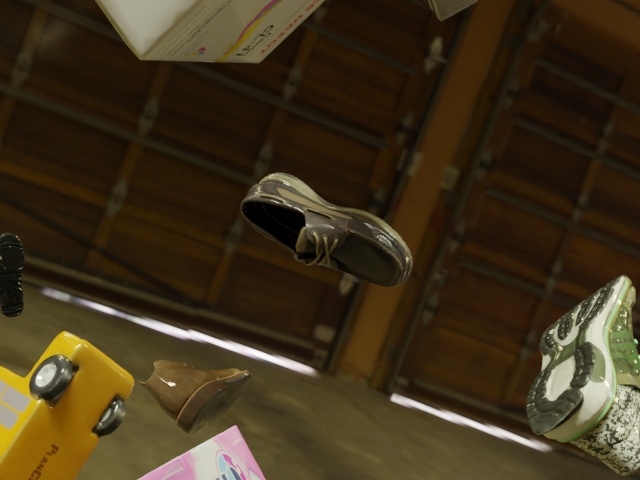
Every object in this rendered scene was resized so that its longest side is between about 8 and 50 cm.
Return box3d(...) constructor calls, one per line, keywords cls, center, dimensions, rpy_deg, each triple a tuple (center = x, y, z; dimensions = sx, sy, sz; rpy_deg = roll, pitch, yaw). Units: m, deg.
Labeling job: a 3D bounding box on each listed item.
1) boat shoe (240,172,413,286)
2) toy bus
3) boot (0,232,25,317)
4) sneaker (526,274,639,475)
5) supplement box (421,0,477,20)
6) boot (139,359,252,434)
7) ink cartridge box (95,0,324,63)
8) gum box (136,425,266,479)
box3d(cls="boat shoe", center=(0.000, 0.000, 1.827), dimensions=(0.355, 0.132, 0.130), rpy_deg=(26, 37, 24))
box3d(cls="toy bus", center=(-0.352, 0.257, 1.079), dimensions=(0.130, 0.333, 0.108), rpy_deg=(15, -24, 43))
box3d(cls="boot", center=(-0.437, 0.043, 1.330), dimensions=(0.045, 0.121, 0.099), rpy_deg=(-10, 16, -36))
box3d(cls="sneaker", center=(0.431, 0.207, 1.479), dimensions=(0.182, 0.158, 0.410), rpy_deg=(46, 37, -5))
box3d(cls="supplement box", center=(0.156, -0.471, 1.587), dimensions=(0.239, 0.073, 0.130), rpy_deg=(58, -3, 44))
box3d(cls="boot", center=(-0.192, 0.230, 1.566), dimensions=(0.115, 0.112, 0.305), rpy_deg=(33, -1, 12))
box3d(cls="ink cartridge box", center=(-0.100, -0.327, 1.171), dimensions=(0.131, 0.226, 0.306), rpy_deg=(54, 23, 7))
box3d(cls="gum box", center=(-0.109, 0.256, 0.962), dimensions=(0.107, 0.062, 0.188), rpy_deg=(61, 10, 7))
